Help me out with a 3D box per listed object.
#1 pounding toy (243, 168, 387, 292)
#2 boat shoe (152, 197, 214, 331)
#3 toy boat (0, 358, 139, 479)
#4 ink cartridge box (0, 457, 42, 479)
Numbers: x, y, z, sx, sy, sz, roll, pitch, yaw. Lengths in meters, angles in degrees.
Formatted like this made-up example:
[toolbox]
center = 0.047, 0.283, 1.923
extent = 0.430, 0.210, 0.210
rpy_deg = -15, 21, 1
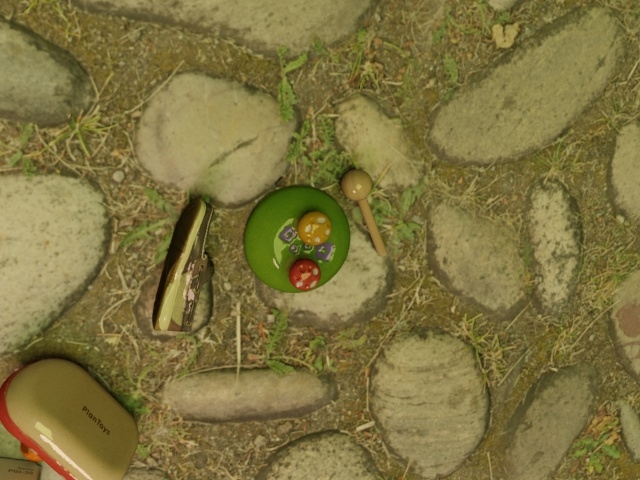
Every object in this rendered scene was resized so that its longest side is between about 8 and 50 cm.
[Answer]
[pounding toy]
center = 0.000, 0.000, 1.155
extent = 0.237, 0.110, 0.182
rpy_deg = -22, 110, -11
[boat shoe]
center = -0.202, 0.043, 1.123
extent = 0.073, 0.080, 0.223
rpy_deg = 14, 104, -26
[toy boat]
center = -0.404, 0.294, 1.103
extent = 0.151, 0.151, 0.231
rpy_deg = -28, 113, 22
[ink cartridge box]
center = -0.566, 0.483, 1.095
extent = 0.207, 0.117, 0.283
rpy_deg = 13, 100, -20
